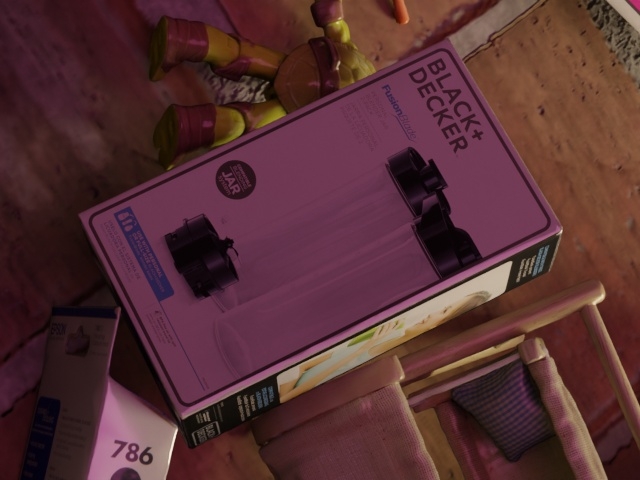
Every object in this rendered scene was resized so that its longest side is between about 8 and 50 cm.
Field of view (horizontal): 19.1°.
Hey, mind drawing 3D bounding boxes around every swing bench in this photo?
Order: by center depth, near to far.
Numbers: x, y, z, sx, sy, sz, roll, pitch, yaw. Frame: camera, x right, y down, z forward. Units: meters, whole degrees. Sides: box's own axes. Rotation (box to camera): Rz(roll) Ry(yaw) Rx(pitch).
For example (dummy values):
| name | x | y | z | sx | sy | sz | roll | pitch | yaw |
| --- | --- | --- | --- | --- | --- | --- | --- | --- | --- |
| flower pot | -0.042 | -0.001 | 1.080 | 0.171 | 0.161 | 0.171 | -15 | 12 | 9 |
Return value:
| name | x | y | z | sx | sy | sz | roll | pitch | yaw |
| --- | --- | --- | --- | --- | --- | --- | --- | --- | --- |
| swing bench | 0.117 | 0.198 | 1.388 | 0.254 | 0.165 | 0.253 | -20 | 82 | -22 |

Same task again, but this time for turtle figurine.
| name | x | y | z | sx | sy | sz | roll | pitch | yaw |
| --- | --- | --- | --- | --- | --- | --- | --- | --- | --- |
| turtle figurine | -0.013 | -0.097 | 1.413 | 0.217 | 0.087 | 0.270 | -2 | 89 | -23 |

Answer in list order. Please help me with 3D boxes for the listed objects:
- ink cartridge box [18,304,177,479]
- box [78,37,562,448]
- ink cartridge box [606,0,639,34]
| name | x | y | z | sx | sy | sz | roll | pitch | yaw |
| --- | --- | --- | --- | --- | --- | --- | --- | --- | --- |
| ink cartridge box | -0.169 | 0.211 | 1.296 | 0.065 | 0.165 | 0.333 | 13 | 84 | -22 |
| box | 0.000 | 0.000 | 1.311 | 0.290 | 0.087 | 0.169 | -25 | 71 | -9 |
| ink cartridge box | 0.271 | -0.244 | 1.485 | 0.371 | 0.069 | 0.176 | 37 | 51 | -28 |
